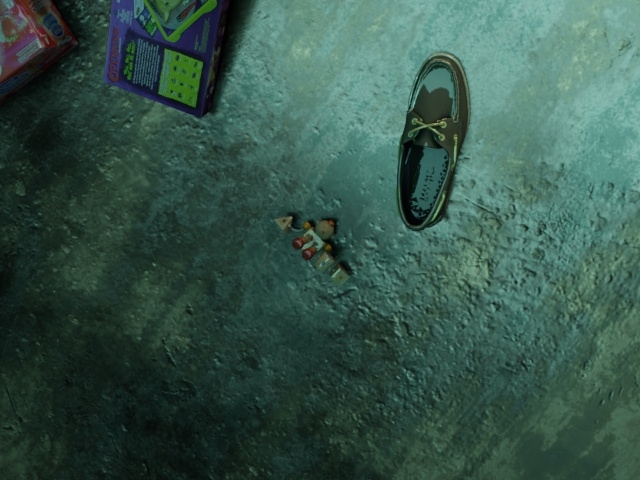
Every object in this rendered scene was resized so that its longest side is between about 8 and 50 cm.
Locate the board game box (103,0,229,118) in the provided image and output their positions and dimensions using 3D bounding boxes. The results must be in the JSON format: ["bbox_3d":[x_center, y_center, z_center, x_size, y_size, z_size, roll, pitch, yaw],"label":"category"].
[{"bbox_3d":[-0.266,-0.406,1.639,0.208,0.056,0.347,20,123,6],"label":"board game box"}]

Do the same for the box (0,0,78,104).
[{"bbox_3d":[-0.604,-0.346,1.751,0.257,0.128,0.123,-30,94,20],"label":"box"}]

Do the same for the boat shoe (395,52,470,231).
[{"bbox_3d":[0.188,-0.164,1.591,0.109,0.091,0.305,10,107,13],"label":"boat shoe"}]

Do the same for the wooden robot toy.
[{"bbox_3d":[0.000,0.000,1.703,0.079,0.076,0.173,-44,90,10],"label":"wooden robot toy"}]
